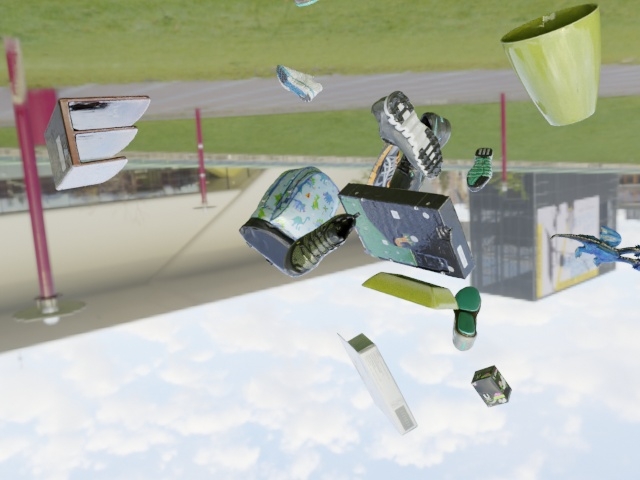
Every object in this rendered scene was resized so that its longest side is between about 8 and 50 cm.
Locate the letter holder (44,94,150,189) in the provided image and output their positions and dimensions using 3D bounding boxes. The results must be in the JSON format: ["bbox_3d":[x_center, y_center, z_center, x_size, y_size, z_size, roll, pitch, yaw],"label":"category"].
[{"bbox_3d":[-0.525,-0.234,1.466,0.215,0.151,0.302,-12,-179,-30],"label":"letter holder"}]

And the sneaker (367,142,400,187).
[{"bbox_3d":[0.220,-0.249,1.929,0.083,0.214,0.084,23,-130,0],"label":"sneaker"}]

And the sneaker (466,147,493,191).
[{"bbox_3d":[0.576,-0.231,2.157,0.083,0.098,0.223,8,-132,25],"label":"sneaker"}]

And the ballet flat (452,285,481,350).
[{"bbox_3d":[0.359,0.195,1.516,0.072,0.068,0.213,14,-147,10],"label":"ballet flat"}]

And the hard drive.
[{"bbox_3d":[0.219,-0.031,1.576,0.339,0.236,0.064,12,-130,46],"label":"hard drive"}]

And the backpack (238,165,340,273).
[{"bbox_3d":[-0.086,-0.102,2.209,0.274,0.290,0.355,-18,-142,39],"label":"backpack"}]

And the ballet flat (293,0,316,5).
[{"bbox_3d":[-0.009,-0.636,1.416,0.095,0.096,0.280,1,-143,22],"label":"ballet flat"}]

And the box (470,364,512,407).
[{"bbox_3d":[0.427,0.364,1.513,0.062,0.083,0.052,-30,-170,37],"label":"box"}]

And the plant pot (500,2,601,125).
[{"bbox_3d":[0.709,-0.502,1.797,0.275,0.293,0.274,-21,-159,9],"label":"plant pot"}]

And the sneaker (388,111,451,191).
[{"bbox_3d":[0.254,-0.234,1.671,0.101,0.267,0.106,33,-172,36],"label":"sneaker"}]

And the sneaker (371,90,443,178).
[{"bbox_3d":[0.194,-0.237,1.378,0.078,0.234,0.106,-49,-151,-19],"label":"sneaker"}]

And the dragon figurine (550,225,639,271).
[{"bbox_3d":[0.841,0.014,1.811,0.289,0.085,0.144,27,159,-13],"label":"dragon figurine"}]

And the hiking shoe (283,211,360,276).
[{"bbox_3d":[0.000,0.000,1.500,0.227,0.086,0.114,-43,180,-20],"label":"hiking shoe"}]

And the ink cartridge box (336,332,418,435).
[{"bbox_3d":[0.158,0.391,1.737,0.060,0.275,0.239,-29,-169,-7],"label":"ink cartridge box"}]

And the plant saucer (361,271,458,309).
[{"bbox_3d":[0.219,0.115,1.433,0.188,0.045,0.188,16,-177,30],"label":"plant saucer"}]

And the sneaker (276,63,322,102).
[{"bbox_3d":[-0.068,-0.529,2.004,0.083,0.071,0.191,-36,-116,-22],"label":"sneaker"}]
